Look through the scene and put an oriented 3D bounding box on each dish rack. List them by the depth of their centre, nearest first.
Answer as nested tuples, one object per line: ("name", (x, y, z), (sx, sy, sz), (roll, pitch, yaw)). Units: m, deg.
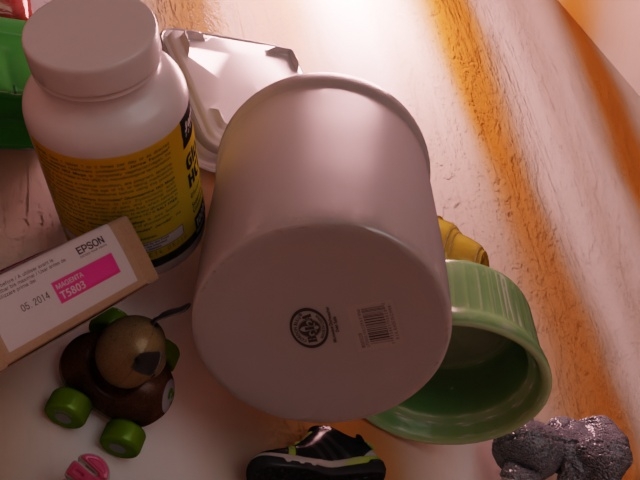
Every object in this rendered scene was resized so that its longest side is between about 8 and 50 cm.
("dish rack", (-0.119, -0.247, 1.390), (0.333, 0.072, 0.285), (-3, 59, -45))

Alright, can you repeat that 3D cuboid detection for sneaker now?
("sneaker", (-0.275, 0.320, 0.891), (0.063, 0.075, 0.170), (18, 70, -1))
("sneaker", (-0.013, 0.310, 1.148), (0.234, 0.084, 0.097), (15, 30, -37))

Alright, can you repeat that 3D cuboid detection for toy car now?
("toy car", (-0.213, 0.144, 0.969), (0.149, 0.188, 0.155), (36, 45, -20))

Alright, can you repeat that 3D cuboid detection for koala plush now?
("koala plush", (0.390, 0.366, 1.399), (0.221, 0.203, 0.196), (20, 50, -18))

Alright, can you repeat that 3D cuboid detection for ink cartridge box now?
("ink cartridge box", (-0.330, 0.070, 0.900), (0.234, 0.193, 0.088), (-34, 102, -49))

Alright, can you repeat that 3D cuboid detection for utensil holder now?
("utensil holder", (0.000, 0.000, 1.087), (0.327, 0.327, 0.385), (36, 27, -20))

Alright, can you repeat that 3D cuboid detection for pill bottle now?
("pill bottle", (-0.245, -0.118, 0.981), (0.188, 0.334, 0.188), (1, 51, -1))

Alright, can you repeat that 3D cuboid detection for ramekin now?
("ramekin", (0.193, 0.170, 1.256), (0.303, 0.303, 0.148), (33, 39, -23))

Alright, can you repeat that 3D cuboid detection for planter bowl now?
("planter bowl", (0.246, 0.065, 1.441), (0.217, 0.090, 0.217), (3, 90, -68))

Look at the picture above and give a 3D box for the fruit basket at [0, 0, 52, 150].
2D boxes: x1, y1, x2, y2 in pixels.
("fruit basket", (-0.432, -0.277, 1.110), (0.327, 0.165, 0.353), (-5, 51, -45))
